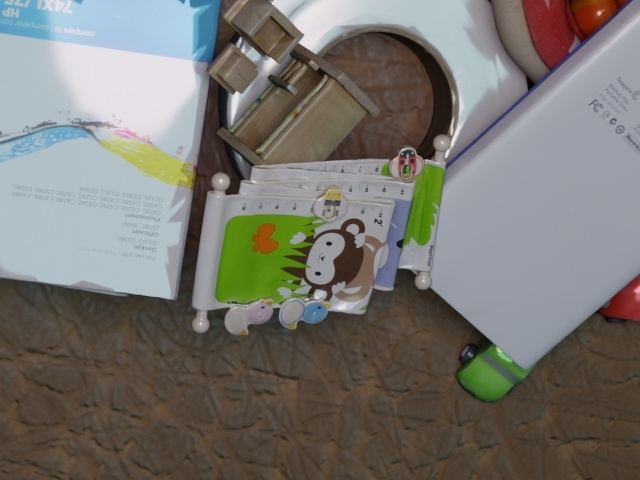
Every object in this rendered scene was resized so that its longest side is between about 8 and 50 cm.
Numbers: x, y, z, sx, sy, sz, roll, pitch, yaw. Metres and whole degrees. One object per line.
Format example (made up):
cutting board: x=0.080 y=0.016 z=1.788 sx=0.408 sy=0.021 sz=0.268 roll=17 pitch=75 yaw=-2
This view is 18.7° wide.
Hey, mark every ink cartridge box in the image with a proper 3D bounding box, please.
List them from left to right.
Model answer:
ink cartridge box: x=-0.209 y=-0.099 z=1.743 sx=0.197 sy=0.198 sz=0.270 roll=8 pitch=95 yaw=-9

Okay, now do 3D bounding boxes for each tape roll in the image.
tape roll: x=0.046 y=-0.127 z=1.824 sx=0.286 sy=0.100 sz=0.286 roll=-1 pitch=97 yaw=-7

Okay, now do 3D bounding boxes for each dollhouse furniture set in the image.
dollhouse furniture set: x=-0.076 y=-0.107 z=1.686 sx=0.182 sy=0.101 sz=0.161 roll=-48 pitch=126 yaw=-1

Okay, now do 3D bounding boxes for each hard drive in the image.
hard drive: x=0.237 y=-0.048 z=1.766 sx=0.319 sy=0.040 sz=0.210 roll=-42 pitch=119 yaw=13

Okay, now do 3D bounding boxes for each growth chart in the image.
growth chart: x=0.000 y=0.000 z=1.693 sx=0.237 sy=0.021 sz=0.172 roll=-9 pitch=117 yaw=-18

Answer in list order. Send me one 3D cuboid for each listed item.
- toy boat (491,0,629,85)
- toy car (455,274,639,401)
toy boat: x=0.256 y=-0.209 z=1.776 sx=0.151 sy=0.151 sz=0.231 roll=-26 pitch=133 yaw=28
toy car: x=0.220 y=0.065 z=1.890 sx=0.239 sy=0.053 sz=0.225 roll=38 pitch=90 yaw=-9
